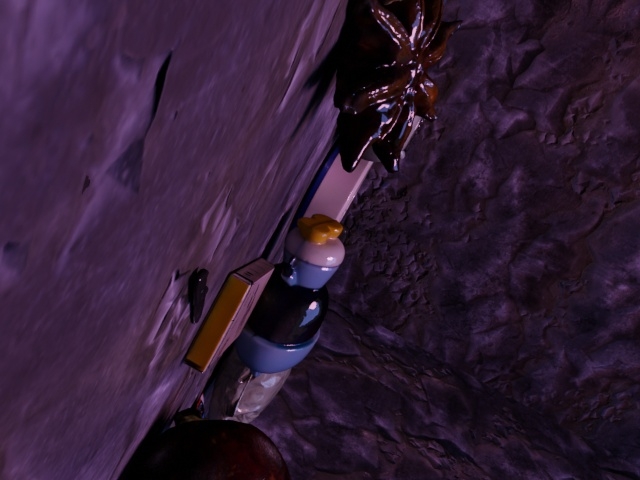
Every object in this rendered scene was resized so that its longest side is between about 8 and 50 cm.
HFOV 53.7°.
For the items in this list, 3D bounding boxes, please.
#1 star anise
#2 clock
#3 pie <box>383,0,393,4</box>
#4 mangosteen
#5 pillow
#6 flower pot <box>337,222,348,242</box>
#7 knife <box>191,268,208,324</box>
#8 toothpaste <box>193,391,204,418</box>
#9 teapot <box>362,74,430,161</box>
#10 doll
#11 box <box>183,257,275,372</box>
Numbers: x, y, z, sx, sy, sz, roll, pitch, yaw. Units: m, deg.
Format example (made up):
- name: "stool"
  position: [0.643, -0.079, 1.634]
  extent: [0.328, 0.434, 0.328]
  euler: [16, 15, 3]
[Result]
- name: "star anise"
  position: [0.068, -0.198, 0.698]
  extent: [0.272, 0.103, 0.272]
  euler: [-42, 142, -43]
- name: "clock"
  position: [0.026, -0.092, 1.247]
  extent: [0.230, 0.083, 0.230]
  euler: [-58, 180, -1]
- name: "pie"
  position: [0.109, -0.306, 0.390]
  extent: [0.339, 0.083, 0.339]
  euler: [-59, 177, -5]
- name: "mangosteen"
  position: [-0.164, 0.330, 0.896]
  extent: [0.231, 0.231, 0.289]
  euler: [-62, -149, 23]
- name: "pillow"
  position: [-0.116, 0.233, 1.361]
  extent: [0.283, 0.138, 0.310]
  euler: [-62, 175, 17]
- name: "flower pot"
  position: [0.000, 0.000, 1.555]
  extent: [0.157, 0.107, 0.157]
  euler: [-61, 180, 0]
- name: "knife"
  position: [-0.121, 0.060, 0.628]
  extent: [0.023, 0.010, 0.170]
  euler: [-54, 177, -25]
- name: "toothpaste"
  position: [-0.253, 0.371, 1.275]
  extent: [0.193, 0.045, 0.071]
  euler: [106, 3, -54]
- name: "teapot"
  position: [0.122, -0.226, 1.100]
  extent: [0.193, 0.129, 0.294]
  euler: [-62, 179, -15]
- name: "doll"
  position: [-0.056, 0.104, 1.064]
  extent: [0.177, 0.141, 0.314]
  euler: [-17, 134, -61]
- name: "box"
  position: [-0.116, 0.093, 0.882]
  extent: [0.129, 0.033, 0.247]
  euler: [-62, 178, 6]
